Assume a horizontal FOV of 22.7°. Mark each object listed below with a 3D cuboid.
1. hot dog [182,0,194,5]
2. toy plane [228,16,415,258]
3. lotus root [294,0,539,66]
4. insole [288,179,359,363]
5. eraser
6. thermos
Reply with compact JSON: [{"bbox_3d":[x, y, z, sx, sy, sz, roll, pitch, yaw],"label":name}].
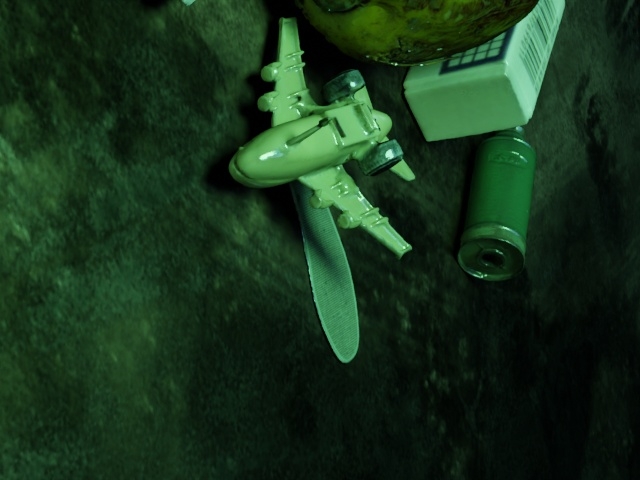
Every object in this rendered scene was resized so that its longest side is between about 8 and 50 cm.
[{"bbox_3d":[-0.138,-0.269,1.247,0.191,0.059,0.108,55,24,-31],"label":"hot dog"},{"bbox_3d":[0.002,-0.087,1.398,0.242,0.104,0.256,64,22,3],"label":"toy plane"},{"bbox_3d":[0.109,-0.277,1.552,0.397,0.179,0.196,-19,80,-56],"label":"lotus root"},{"bbox_3d":[0.001,0.000,1.460,0.080,0.003,0.232,-30,107,-60],"label":"insole"},{"bbox_3d":[0.187,-0.227,1.743,0.081,0.124,0.279,60,35,-32],"label":"eraser"},{"bbox_3d":[0.201,-0.048,1.762,0.083,0.073,0.187,51,40,-39],"label":"thermos"}]
